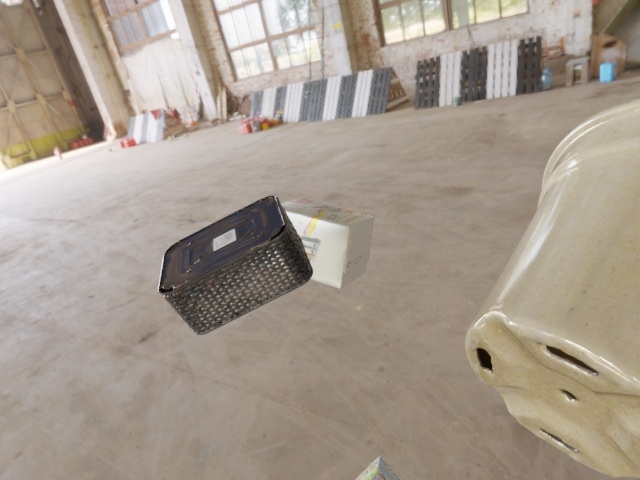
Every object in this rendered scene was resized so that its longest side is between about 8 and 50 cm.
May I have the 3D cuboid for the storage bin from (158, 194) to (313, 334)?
[{"bbox_3d":[-0.114,0.030,0.599,0.180,0.084,0.122,-28,32,2],"label":"storage bin"}]

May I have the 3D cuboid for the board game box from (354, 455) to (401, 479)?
[{"bbox_3d":[0.159,0.738,1.236,0.142,0.144,0.275,-43,-17,-2],"label":"board game box"}]

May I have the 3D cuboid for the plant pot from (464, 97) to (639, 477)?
[{"bbox_3d":[0.336,0.068,0.485,0.305,0.333,0.334,-42,33,-21],"label":"plant pot"}]

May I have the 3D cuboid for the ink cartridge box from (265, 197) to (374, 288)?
[{"bbox_3d":[0.000,0.000,0.886,0.176,0.127,0.128,16,19,24],"label":"ink cartridge box"}]
